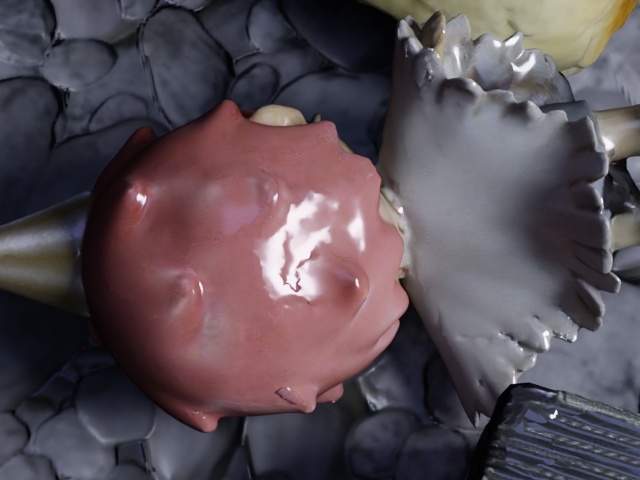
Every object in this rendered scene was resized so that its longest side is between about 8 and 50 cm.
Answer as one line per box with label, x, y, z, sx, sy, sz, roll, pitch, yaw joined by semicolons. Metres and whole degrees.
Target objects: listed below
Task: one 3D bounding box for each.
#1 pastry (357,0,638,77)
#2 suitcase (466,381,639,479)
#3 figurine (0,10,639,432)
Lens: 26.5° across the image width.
pastry;0.091;-0.233;0.715;0.237;0.170;0.256;31;70;9
suitcase;0.200;0.213;0.566;0.335;0.152;0.229;17;72;9
figurine;0.000;0.000;0.660;0.387;0.166;0.207;-12;114;3
